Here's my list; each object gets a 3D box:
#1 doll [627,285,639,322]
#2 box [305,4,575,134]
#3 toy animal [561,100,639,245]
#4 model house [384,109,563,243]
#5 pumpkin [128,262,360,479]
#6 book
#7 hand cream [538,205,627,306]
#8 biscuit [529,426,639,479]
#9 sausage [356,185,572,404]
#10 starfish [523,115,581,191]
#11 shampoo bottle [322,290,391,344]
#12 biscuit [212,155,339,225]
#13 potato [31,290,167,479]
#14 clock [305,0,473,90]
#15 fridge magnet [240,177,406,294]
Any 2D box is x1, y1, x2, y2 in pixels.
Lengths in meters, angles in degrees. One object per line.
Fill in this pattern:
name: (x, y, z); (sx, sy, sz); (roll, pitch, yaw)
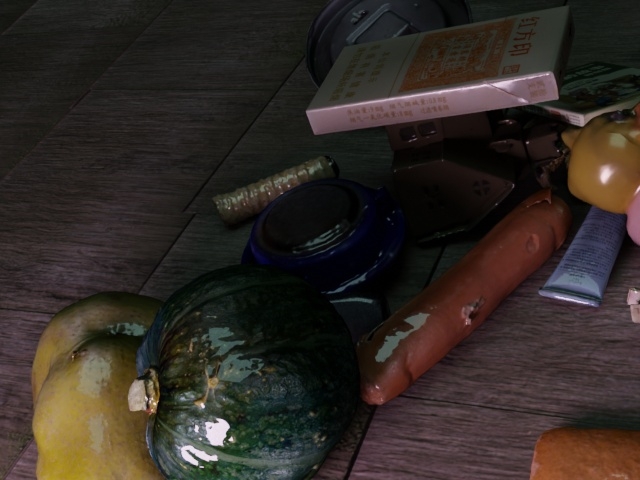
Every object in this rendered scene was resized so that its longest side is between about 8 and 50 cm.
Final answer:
doll: (0.493, 0.065, 1.251); (0.221, 0.115, 0.105); (-25, 72, 5)
box: (0.176, -0.248, 1.488); (0.365, 0.051, 0.204); (-5, 35, 26)
toy animal: (0.450, -0.081, 1.371); (0.281, 0.169, 0.195); (43, 24, 20)
model house: (0.238, -0.149, 1.549); (0.244, 0.204, 0.211); (-12, 33, 17)
pumpkin: (-0.080, 0.151, 1.228); (0.264, 0.197, 0.292); (3, 47, -32)
book: (0.437, -0.239, 1.645); (0.202, 0.027, 0.264); (-20, 20, -13)
hand cream: (0.391, -0.007, 1.436); (0.088, 0.055, 0.256); (15, 51, 28)
biscuit: (0.321, 0.284, 1.118); (0.192, 0.036, 0.186); (-1, 42, 25)
sausage: (0.198, 0.071, 1.393); (0.419, 0.094, 0.094); (-38, 83, -23)
starfish: (0.406, -0.157, 1.609); (0.216, 0.071, 0.238); (15, 43, 30)
shampoo bottle: (-0.019, 0.114, 1.436); (0.234, 0.087, 0.049); (-6, 39, 17)
biscuit: (-0.074, -0.089, 1.738); (0.219, 0.055, 0.061); (-23, 75, -6)
potato: (-0.268, 0.217, 1.331); (0.218, 0.202, 0.351); (17, 37, -23)
clock: (0.131, -0.367, 1.904); (0.325, 0.067, 0.325); (-10, 58, 16)
fridge magnet: (0.000, 0.000, 1.549); (0.266, 0.112, 0.265); (-15, 37, 11)
